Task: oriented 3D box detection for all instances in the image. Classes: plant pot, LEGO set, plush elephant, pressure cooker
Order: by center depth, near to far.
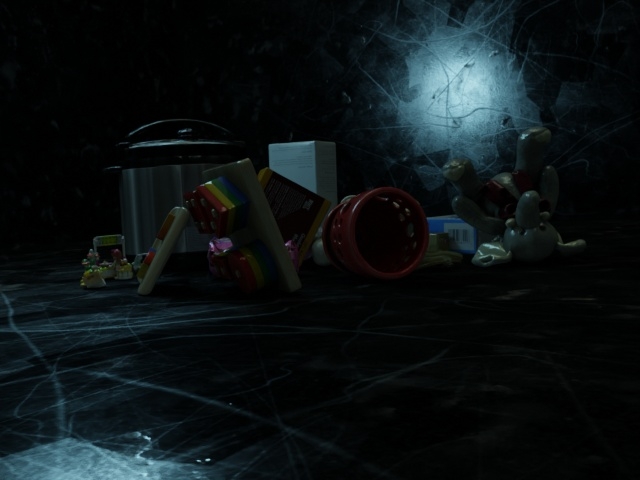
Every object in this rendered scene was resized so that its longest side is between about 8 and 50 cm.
[{"bbox_3d":[0.109,-0.013,1.443,0.191,0.191,0.174,-4,1,-23],"label":"plant pot"},{"bbox_3d":[0.464,-0.058,1.584,0.272,0.330,0.255,-16,27,-4],"label":"plush elephant"},{"bbox_3d":[-0.510,0.044,1.614,0.132,0.107,0.287,-2,4,16],"label":"LEGO set"},{"bbox_3d":[-0.385,-0.138,1.939,0.376,0.420,0.370,-2,4,26],"label":"pressure cooker"}]

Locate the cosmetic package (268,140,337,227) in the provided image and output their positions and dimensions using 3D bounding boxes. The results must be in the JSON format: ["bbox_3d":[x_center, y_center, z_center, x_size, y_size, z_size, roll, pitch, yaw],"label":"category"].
[{"bbox_3d":[-0.062,-0.170,2.507,0.217,0.385,0.156,2,7,32],"label":"cosmetic package"}]

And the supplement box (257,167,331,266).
[{"bbox_3d":[-0.107,-0.061,1.782,0.194,0.191,0.129,27,-3,-12],"label":"supplement box"}]

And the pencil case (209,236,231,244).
[{"bbox_3d":[-0.218,0.031,1.718,0.086,0.088,0.206,-38,18,-23],"label":"pencil case"}]

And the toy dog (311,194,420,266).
[{"bbox_3d":[0.117,-0.034,1.808,0.334,0.220,0.161,5,24,-35],"label":"toy dog"}]

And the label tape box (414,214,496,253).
[{"bbox_3d":[0.482,-0.027,2.029,0.334,0.106,0.241,-6,5,-38],"label":"label tape box"}]

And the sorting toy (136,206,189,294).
[{"bbox_3d":[-0.340,0.013,1.421,0.038,0.193,0.208,28,-4,-17],"label":"sorting toy"}]

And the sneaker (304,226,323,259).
[{"bbox_3d":[0.000,0.000,1.976,0.111,0.103,0.252,-4,4,1],"label":"sneaker"}]

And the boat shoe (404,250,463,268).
[{"bbox_3d":[0.257,0.050,1.539,0.153,0.048,0.056,3,-12,-29],"label":"boat shoe"}]

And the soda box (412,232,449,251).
[{"bbox_3d":[0.280,0.009,1.945,0.058,0.061,0.181,-6,4,-44],"label":"soda box"}]

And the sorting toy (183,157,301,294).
[{"bbox_3d":[-0.167,-0.015,1.314,0.089,0.257,0.255,-26,12,-22],"label":"sorting toy"}]

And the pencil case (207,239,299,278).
[{"bbox_3d":[-0.155,0.040,1.559,0.209,0.095,0.098,-2,-20,1],"label":"pencil case"}]
